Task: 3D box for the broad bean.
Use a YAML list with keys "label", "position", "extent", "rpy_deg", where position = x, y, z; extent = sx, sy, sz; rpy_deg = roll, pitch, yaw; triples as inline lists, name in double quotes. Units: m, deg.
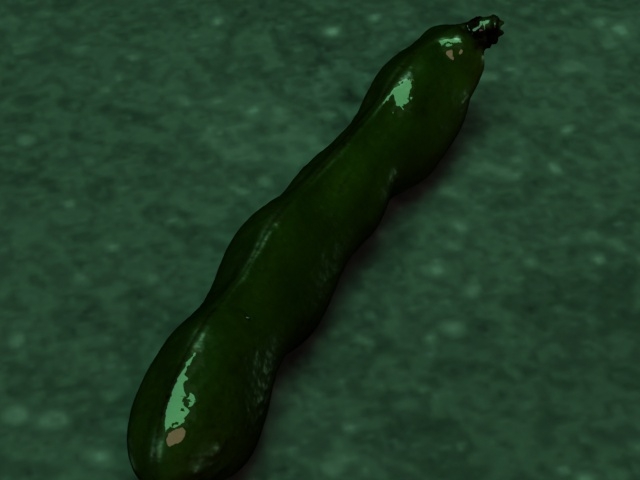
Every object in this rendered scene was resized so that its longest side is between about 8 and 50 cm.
- label: "broad bean"
  position: [-0.001, 0.000, 0.686]
  extent: [0.053, 0.052, 0.256]
  rpy_deg: [-15, 30, 48]
